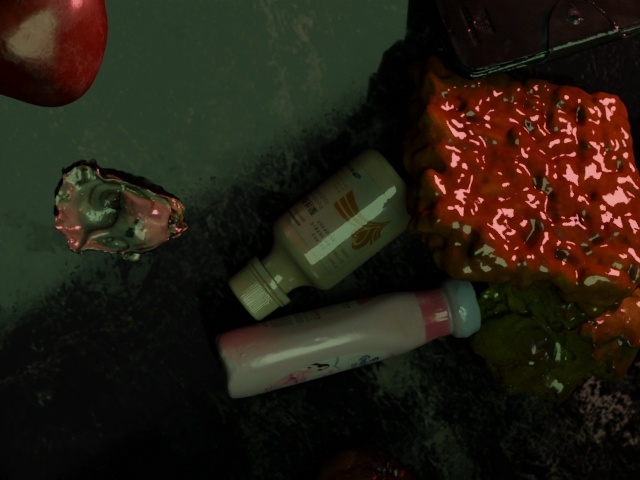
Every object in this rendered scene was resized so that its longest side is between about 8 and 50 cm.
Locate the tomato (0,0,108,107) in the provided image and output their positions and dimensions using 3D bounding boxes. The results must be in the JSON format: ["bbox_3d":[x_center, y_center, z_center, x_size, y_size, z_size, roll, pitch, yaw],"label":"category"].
[{"bbox_3d":[-0.325,-0.240,1.399,0.187,0.151,0.187,-2,104,-9],"label":"tomato"}]

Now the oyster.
[{"bbox_3d":[-0.245,-0.023,1.537,0.166,0.053,0.108,16,76,-10],"label":"oyster"}]

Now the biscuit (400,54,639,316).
[{"bbox_3d":[0.250,-0.072,1.534,0.312,0.110,0.318,10,63,-15],"label":"biscuit"}]

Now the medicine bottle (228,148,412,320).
[{"bbox_3d":[0.000,0.000,1.572,0.252,0.114,0.114,-38,112,1],"label":"medicine bottle"}]

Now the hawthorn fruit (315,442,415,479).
[{"bbox_3d":[0.050,0.359,1.688,0.148,0.148,0.172,22,118,-19],"label":"hawthorn fruit"}]

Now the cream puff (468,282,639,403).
[{"bbox_3d":[0.320,0.100,1.660,0.244,0.196,0.244,-3,95,-39],"label":"cream puff"}]

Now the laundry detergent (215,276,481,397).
[{"bbox_3d":[0.037,0.121,1.598,0.335,0.159,0.088,-13,86,-8],"label":"laundry detergent"}]

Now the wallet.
[{"bbox_3d":[0.291,-0.302,1.536,0.318,0.172,0.045,-16,154,-6],"label":"wallet"}]
